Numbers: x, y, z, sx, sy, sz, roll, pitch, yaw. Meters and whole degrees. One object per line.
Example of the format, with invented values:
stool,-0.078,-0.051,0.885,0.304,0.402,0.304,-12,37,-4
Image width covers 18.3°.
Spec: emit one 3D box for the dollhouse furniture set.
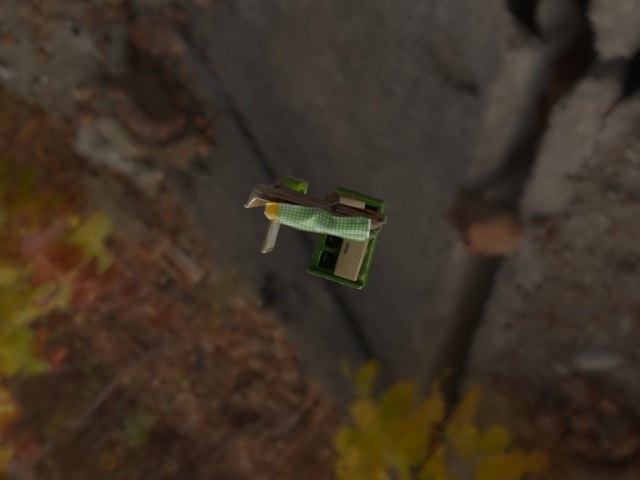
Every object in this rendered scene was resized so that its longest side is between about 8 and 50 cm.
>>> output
dollhouse furniture set,0.000,0.000,1.198,0.076,0.059,0.151,18,-173,10
